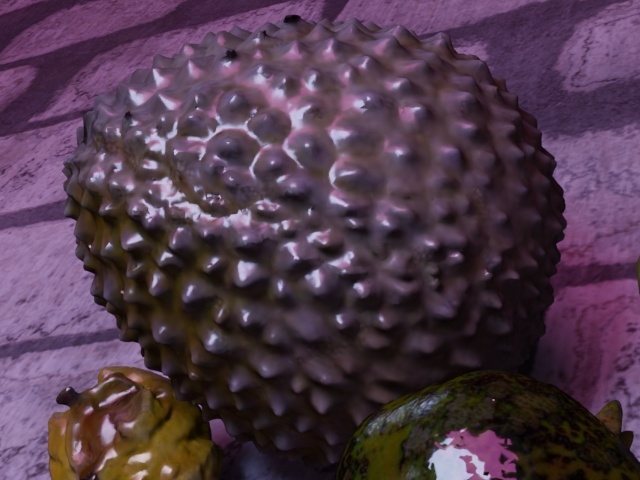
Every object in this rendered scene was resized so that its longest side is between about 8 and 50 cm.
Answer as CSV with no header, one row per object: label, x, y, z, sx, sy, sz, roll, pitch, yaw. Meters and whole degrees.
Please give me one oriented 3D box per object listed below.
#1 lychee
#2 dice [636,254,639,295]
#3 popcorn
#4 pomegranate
lychee,0.000,0.000,1.014,0.432,0.380,0.380,15,21,-19
dice,0.354,0.037,0.909,0.169,0.169,0.166,-31,29,-18
popcorn,-0.164,0.183,1.062,0.167,0.152,0.148,2,64,36
pomegranate,0.120,0.193,0.799,0.204,0.222,0.276,-24,-6,11
